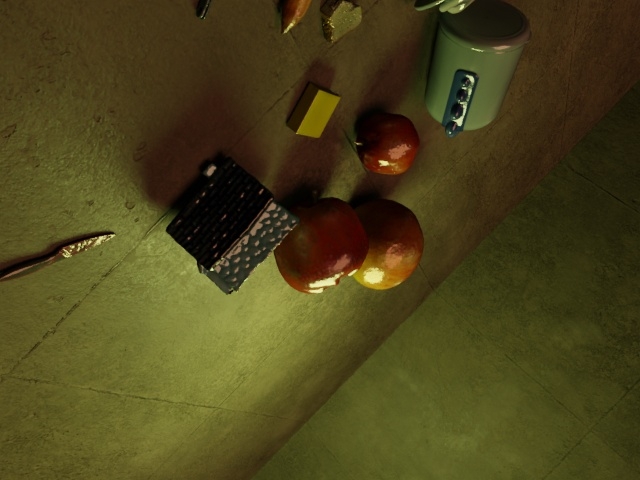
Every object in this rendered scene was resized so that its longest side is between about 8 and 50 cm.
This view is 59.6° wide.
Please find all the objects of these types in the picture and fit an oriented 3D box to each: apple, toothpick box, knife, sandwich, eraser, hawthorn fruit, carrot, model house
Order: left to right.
[{"bbox_3d":[-0.541,0.028,1.158,0.247,0.018,0.035,-28,144,-35],"label":"knife"},{"bbox_3d":[-0.236,-0.044,1.339,0.241,0.226,0.261,42,88,-25],"label":"model house"},{"bbox_3d":[-0.036,-0.500,1.101,0.072,0.072,0.205,-10,139,-48],"label":"carrot"},{"bbox_3d":[-0.017,-0.320,1.381,0.097,0.045,0.122,-2,129,-53],"label":"eraser"},{"bbox_3d":[0.000,0.000,1.597,0.275,0.275,0.299,-20,106,-40],"label":"hawthorn fruit"},{"bbox_3d":[0.049,-0.502,1.241,0.105,0.036,0.093,-35,149,-21],"label":"sandwich"},{"bbox_3d":[0.189,0.013,1.837,0.302,0.301,0.301,-33,149,-23],"label":"apple"},{"bbox_3d":[0.175,-0.272,1.580,0.200,0.179,0.179,-11,138,-29],"label":"hawthorn fruit"},{"bbox_3d":[0.418,-0.461,1.576,0.263,0.263,0.354,-32,150,-24],"label":"toothpick box"}]

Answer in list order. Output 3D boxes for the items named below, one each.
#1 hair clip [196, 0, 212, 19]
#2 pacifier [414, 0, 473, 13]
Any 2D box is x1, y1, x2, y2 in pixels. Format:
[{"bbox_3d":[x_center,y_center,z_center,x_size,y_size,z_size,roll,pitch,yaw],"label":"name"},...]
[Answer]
[{"bbox_3d":[-0.184,-0.485,0.946,0.070,0.039,0.229,-28,148,-33],"label":"hair clip"},{"bbox_3d":[0.325,-0.662,1.303,0.279,0.227,0.207,-41,112,-10],"label":"pacifier"}]
